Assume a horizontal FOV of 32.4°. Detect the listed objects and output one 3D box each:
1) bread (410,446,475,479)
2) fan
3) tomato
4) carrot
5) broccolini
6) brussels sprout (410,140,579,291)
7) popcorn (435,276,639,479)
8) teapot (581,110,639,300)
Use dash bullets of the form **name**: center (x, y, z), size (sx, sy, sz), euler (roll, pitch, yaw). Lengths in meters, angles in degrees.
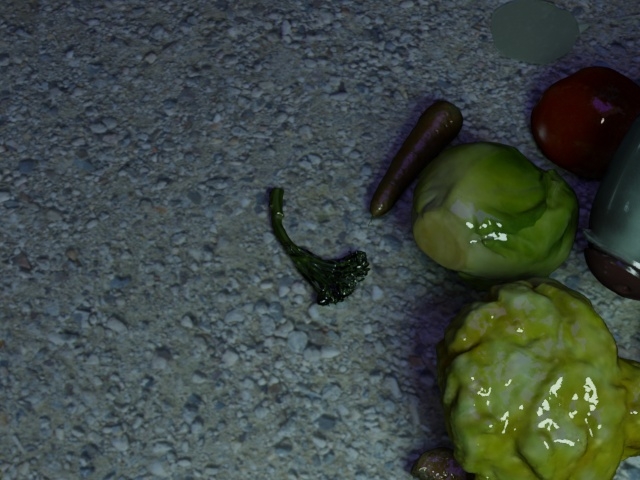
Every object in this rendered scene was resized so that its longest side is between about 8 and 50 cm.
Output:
- **bread**: center (0.197, 0.361, 1.657), size (0.082, 0.060, 0.113), euler (-35, 64, -18)
- **fan**: center (0.493, -0.425, 2.186), size (0.310, 0.010, 0.182), euler (-6, 57, 1)
- **tomato**: center (0.506, -0.229, 1.983), size (0.233, 0.139, 0.200), euler (-26, 66, -15)
- **carrot**: center (0.158, -0.136, 1.980), size (0.078, 0.078, 0.298), euler (29, 66, 19)
- **broccolini**: center (-0.005, -0.006, 1.912), size (0.123, 0.062, 0.271), euler (-18, 55, -21)
- **brussels sprout**: center (0.283, -0.039, 1.827), size (0.294, 0.227, 0.259), euler (-19, 47, -39)
- **popcorn**: center (0.327, 0.219, 1.606), size (0.334, 0.292, 0.293), euler (48, 30, 1)
- **teapot**: center (0.572, -0.029, 1.713), size (0.315, 0.233, 0.312), euler (34, 90, -4)
